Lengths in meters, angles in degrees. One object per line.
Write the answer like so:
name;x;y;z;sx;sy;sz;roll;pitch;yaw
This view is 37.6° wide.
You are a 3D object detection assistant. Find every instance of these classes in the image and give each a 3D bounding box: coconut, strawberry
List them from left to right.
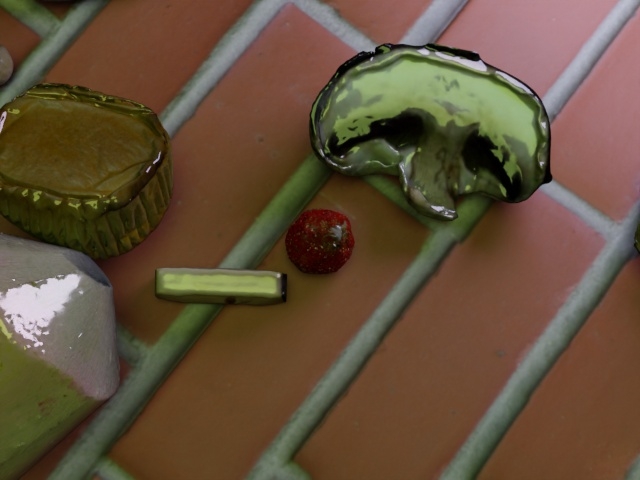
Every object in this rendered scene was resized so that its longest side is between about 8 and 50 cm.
coconut;-0.404;0.133;1.191;0.309;0.297;0.297;-40;83;-5
strawberry;0.001;0.001;1.322;0.106;0.106;0.106;0;80;-2

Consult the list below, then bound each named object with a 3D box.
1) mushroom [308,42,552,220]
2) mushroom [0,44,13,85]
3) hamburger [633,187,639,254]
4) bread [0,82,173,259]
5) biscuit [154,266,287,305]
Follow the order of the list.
mushroom;0.156;-0.153;1.345;0.344;0.130;0.247;1;96;0
mushroom;-0.574;-0.307;1.360;0.270;0.103;0.118;43;68;-1
hamburger;0.583;-0.044;1.295;0.285;0.134;0.265;-35;94;32
bread;-0.331;-0.096;1.284;0.253;0.142;0.227;19;64;12
biscuit;-0.141;0.063;1.325;0.188;0.056;0.052;1;80;0
